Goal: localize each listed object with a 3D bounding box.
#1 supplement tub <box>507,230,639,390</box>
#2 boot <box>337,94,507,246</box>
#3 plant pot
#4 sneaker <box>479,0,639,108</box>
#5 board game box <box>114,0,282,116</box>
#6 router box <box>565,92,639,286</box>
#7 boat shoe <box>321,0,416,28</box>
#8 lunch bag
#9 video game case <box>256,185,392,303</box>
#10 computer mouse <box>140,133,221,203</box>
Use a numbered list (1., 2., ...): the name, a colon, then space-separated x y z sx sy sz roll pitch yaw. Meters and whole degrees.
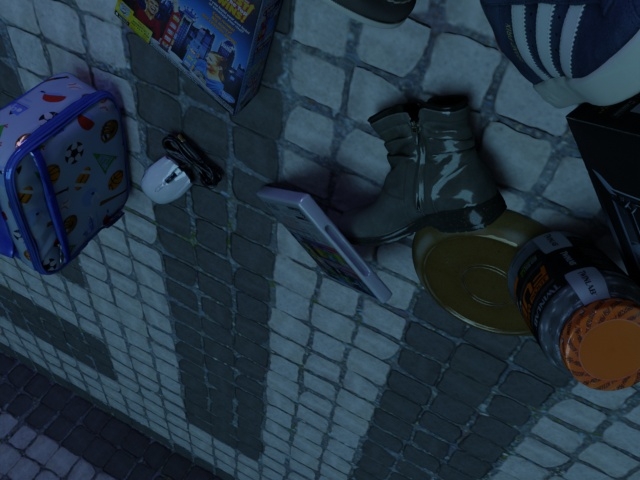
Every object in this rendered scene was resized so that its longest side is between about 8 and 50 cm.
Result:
1. supplement tub: 0.277 0.071 0.699 0.117 0.190 0.117 1 109 2
2. boot: 0.097 -0.087 0.795 0.247 0.083 0.161 -10 113 44
3. plant pot: 0.227 0.053 0.871 0.236 0.032 0.236 22 142 18
4. sneaker: 0.176 -0.181 0.443 0.148 0.131 0.350 47 -175 -1
5. board game box: -0.124 -0.272 0.752 0.194 0.060 0.194 40 143 -8
6. router box: 0.368 0.014 0.569 0.308 0.081 0.243 56 176 -28
7. boat shoe: -0.027 -0.330 0.567 0.335 0.112 0.095 45 148 -8
8. lunch bag: -0.415 -0.091 1.030 0.115 0.243 0.303 26 142 12
9. video game case: 0.000 0.000 0.922 0.183 0.023 0.201 49 169 -19
10. computer mouse: -0.242 -0.098 1.057 0.106 0.042 0.193 45 143 -15
